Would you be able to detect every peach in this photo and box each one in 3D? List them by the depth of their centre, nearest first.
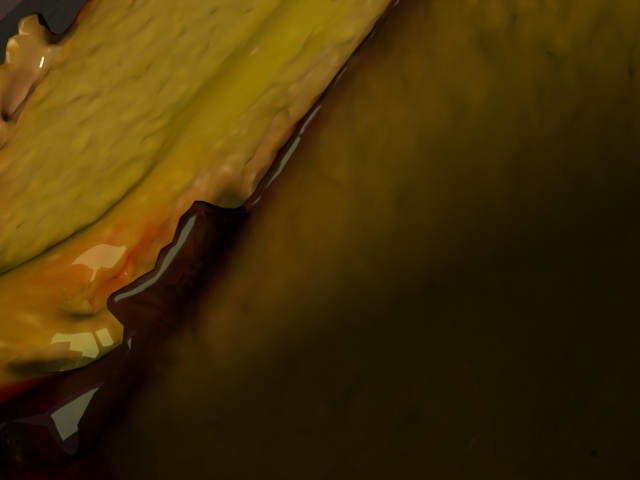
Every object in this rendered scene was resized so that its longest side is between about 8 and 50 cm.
[{"bbox_3d":[0.005,0.002,0.422,0.158,0.154,0.267,5,57,57],"label":"peach"}]
